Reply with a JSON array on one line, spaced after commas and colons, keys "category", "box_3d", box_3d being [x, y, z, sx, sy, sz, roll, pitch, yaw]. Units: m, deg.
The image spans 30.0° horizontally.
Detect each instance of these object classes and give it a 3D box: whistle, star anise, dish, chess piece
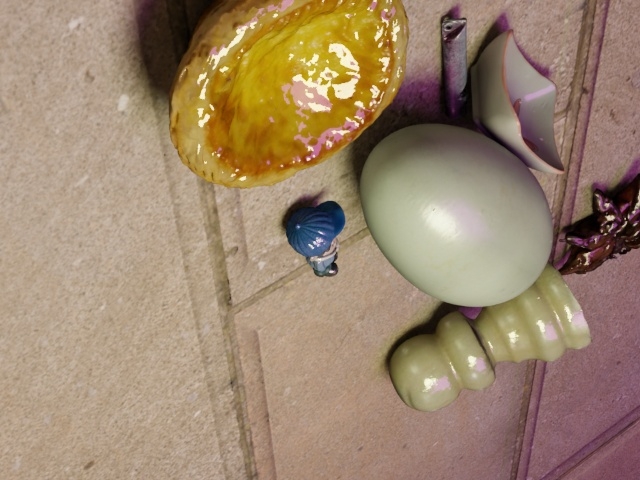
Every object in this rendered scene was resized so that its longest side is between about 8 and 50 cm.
[{"category": "whistle", "box_3d": [0.181, -0.231, 1.608, 0.033, 0.033, 0.176, -34, 145, -18]}, {"category": "star anise", "box_3d": [0.544, -0.011, 2.178, 0.272, 0.102, 0.272, -29, 146, -22]}, {"category": "dish", "box_3d": [0.272, -0.186, 1.682, 0.077, 0.151, 0.212, -11, 158, 26]}, {"category": "chess piece", "box_3d": [0.270, 0.171, 1.999, 0.330, 0.182, 0.182, -28, 146, 1]}]

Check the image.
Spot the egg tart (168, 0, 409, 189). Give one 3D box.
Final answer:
[{"category": "egg tart", "box_3d": [-0.046, -0.197, 1.311, 0.319, 0.128, 0.319, -28, 145, -22]}]

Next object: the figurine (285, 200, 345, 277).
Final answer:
[{"category": "figurine", "box_3d": [-0.009, 0.001, 1.627, 0.079, 0.077, 0.136, 0, 153, -4]}]

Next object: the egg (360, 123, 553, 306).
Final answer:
[{"category": "egg", "box_3d": [0.187, -0.036, 1.642, 0.230, 0.230, 0.371, -49, 140, 5]}]
